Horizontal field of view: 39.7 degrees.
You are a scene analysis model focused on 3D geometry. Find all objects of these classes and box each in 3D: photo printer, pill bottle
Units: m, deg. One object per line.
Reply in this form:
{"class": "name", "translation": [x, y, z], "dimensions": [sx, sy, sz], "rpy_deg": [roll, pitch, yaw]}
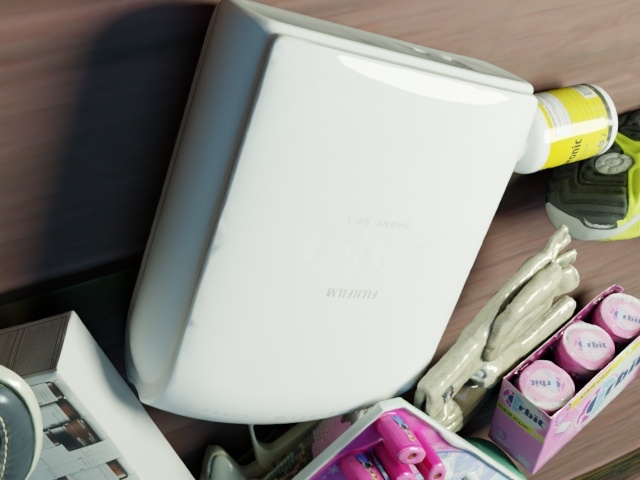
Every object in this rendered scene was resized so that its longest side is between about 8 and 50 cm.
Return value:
{"class": "photo printer", "translation": [0.000, 0.000, 0.655], "dimensions": [0.256, 0.107, 0.307], "rpy_deg": [6, 114, -36]}
{"class": "pill bottle", "translation": [0.186, -0.092, 0.746], "dimensions": [0.116, 0.065, 0.065], "rpy_deg": [-14, 125, -24]}

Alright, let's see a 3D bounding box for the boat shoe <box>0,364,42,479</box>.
{"class": "boat shoe", "translation": [-0.254, 0.171, 0.566], "dimensions": [0.095, 0.079, 0.254], "rpy_deg": [34, 123, -11]}

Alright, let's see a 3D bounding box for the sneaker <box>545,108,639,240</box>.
{"class": "sneaker", "translation": [0.380, -0.054, 0.844], "dimensions": [0.384, 0.145, 0.147], "rpy_deg": [-17, 125, -22]}

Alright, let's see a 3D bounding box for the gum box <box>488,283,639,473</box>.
{"class": "gum box", "translation": [0.261, 0.137, 0.904], "dimensions": [0.188, 0.062, 0.107], "rpy_deg": [-33, 145, -27]}

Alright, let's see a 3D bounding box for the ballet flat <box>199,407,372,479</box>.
{"class": "ballet flat", "translation": [-0.050, 0.191, 0.775], "dimensions": [0.221, 0.077, 0.079], "rpy_deg": [-40, 113, -12]}

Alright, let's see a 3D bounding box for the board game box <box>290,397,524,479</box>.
{"class": "board game box", "translation": [0.039, 0.353, 0.824], "dimensions": [0.390, 0.050, 0.390], "rpy_deg": [-44, 131, 9]}

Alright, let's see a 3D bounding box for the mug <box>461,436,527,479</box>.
{"class": "mug", "translation": [0.147, 0.257, 0.910], "dimensions": [0.129, 0.097, 0.158], "rpy_deg": [-17, 130, -17]}

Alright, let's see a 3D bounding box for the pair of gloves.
{"class": "pair of gloves", "translation": [0.159, 0.098, 0.819], "dimensions": [0.204, 0.042, 0.240], "rpy_deg": [-42, 156, -9]}

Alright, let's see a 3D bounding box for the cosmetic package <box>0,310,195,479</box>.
{"class": "cosmetic package", "translation": [-0.173, 0.161, 0.652], "dimensions": [0.099, 0.060, 0.239], "rpy_deg": [-14, 130, 12]}
